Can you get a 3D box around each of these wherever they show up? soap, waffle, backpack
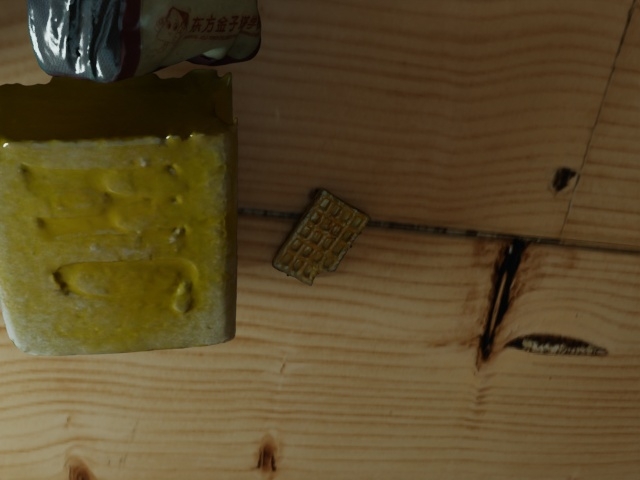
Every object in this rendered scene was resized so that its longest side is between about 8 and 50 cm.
[{"bbox_3d":[-0.245,-0.027,0.980,0.293,0.156,0.335,-3,129,-11],"label":"soap"},{"bbox_3d":[0.000,0.000,1.159,0.092,0.021,0.135,27,105,-23],"label":"waffle"},{"bbox_3d":[-0.180,-0.332,0.839,0.197,0.283,0.318,10,111,20],"label":"backpack"}]
